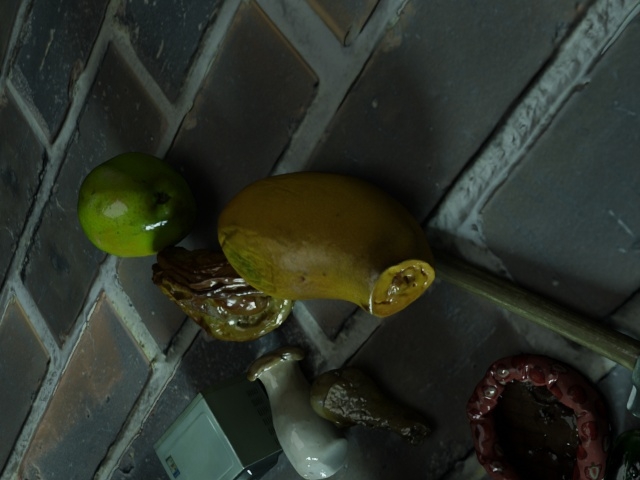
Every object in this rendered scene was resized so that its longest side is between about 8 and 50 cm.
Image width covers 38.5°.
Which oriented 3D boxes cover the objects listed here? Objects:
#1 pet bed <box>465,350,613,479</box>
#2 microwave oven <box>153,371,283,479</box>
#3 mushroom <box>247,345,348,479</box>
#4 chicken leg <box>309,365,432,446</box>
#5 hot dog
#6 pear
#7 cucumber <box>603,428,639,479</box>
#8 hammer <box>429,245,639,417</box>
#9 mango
[{"bbox_3d":[0.263,0.231,1.110,0.201,0.053,0.201,7,101,44],"label":"pet bed"},{"bbox_3d":[-0.159,0.336,1.515,0.163,0.129,0.205,56,134,16],"label":"microwave oven"},{"bbox_3d":[-0.033,0.260,1.395,0.097,0.088,0.213,-36,68,35],"label":"mushroom"},{"bbox_3d":[0.070,0.235,1.298,0.197,0.085,0.069,19,154,34],"label":"chicken leg"},{"bbox_3d":[-0.157,0.082,1.428,0.259,0.114,0.175,6,146,47],"label":"hot dog"},{"bbox_3d":[-0.299,-0.057,1.511,0.219,0.187,0.188,13,110,50],"label":"pear"},{"bbox_3d":[0.348,0.329,1.034,0.074,0.074,0.242,10,107,44],"label":"cucumber"},{"bbox_3d":[0.258,0.085,1.089,0.365,0.043,0.111,27,120,41],"label":"hammer"},{"bbox_3d":[0.003,-0.003,1.230,0.359,0.144,0.187,9,65,37],"label":"mango"}]
